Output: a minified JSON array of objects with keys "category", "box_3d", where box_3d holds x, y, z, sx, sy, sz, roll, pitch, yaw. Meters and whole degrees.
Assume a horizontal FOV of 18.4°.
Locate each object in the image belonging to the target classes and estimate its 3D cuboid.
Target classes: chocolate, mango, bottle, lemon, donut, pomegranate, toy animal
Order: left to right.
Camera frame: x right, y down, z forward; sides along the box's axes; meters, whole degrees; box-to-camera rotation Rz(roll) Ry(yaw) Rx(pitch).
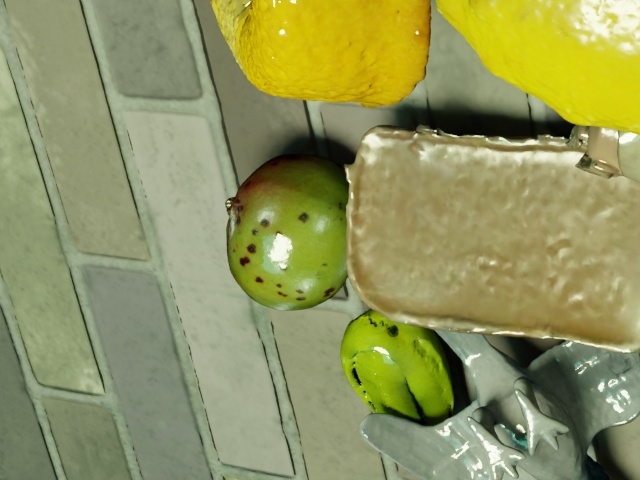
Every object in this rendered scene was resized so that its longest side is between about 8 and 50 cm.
[{"category":"donut","box_3d":[-0.019,-0.225,1.330,0.303,0.110,0.302,169,90,-77]},{"category":"pomegranate","box_3d":[0.000,-0.007,1.598,0.159,0.129,0.129,0,137,-21]},{"category":"mango","box_3d":[0.069,0.117,1.666,0.091,0.074,0.165,22,147,35]},{"category":"chocolate","box_3d":[0.148,-0.006,1.506,0.261,0.083,0.161,10,97,24]},{"category":"toy animal","box_3d":[0.163,0.147,1.589,0.239,0.176,0.255,-32,83,14]},{"category":"lemon","box_3d":[0.206,-0.190,1.225,0.284,0.260,0.260,43,143,41]},{"category":"bottle","box_3d":[0.251,-0.078,1.382,0.152,0.099,0.099,14,129,19]}]
